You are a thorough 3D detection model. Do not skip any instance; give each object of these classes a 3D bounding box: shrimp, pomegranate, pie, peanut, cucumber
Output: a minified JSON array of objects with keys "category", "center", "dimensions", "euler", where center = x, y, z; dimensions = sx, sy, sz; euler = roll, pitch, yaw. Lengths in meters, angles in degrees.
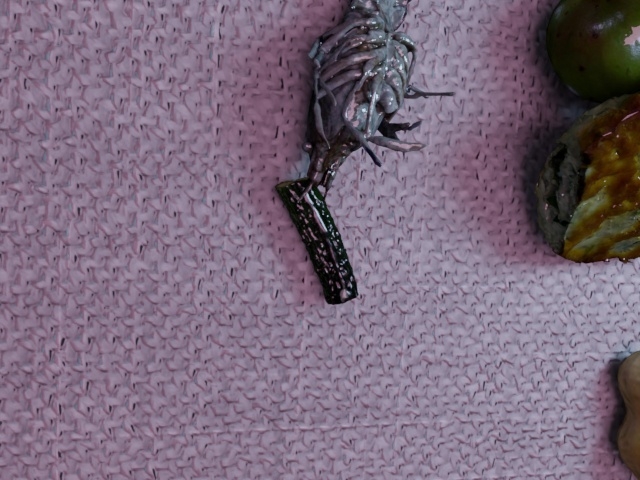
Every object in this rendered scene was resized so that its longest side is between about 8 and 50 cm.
[{"category":"shrimp","center":[0.073,-0.239,1.076],"dimensions":[0.221,0.166,0.410],"euler":[19,79,-40]},{"category":"pomegranate","center":[0.415,-0.258,1.161],"dimensions":[0.187,0.187,0.225],"euler":[-48,129,-4]},{"category":"pie","center":[0.447,-0.098,1.177],"dimensions":[0.288,0.103,0.354],"euler":[-20,139,-15]},{"category":"peanut","center":[0.519,0.284,1.315],"dimensions":[0.110,0.120,0.236],"euler":[-25,103,-47]},{"category":"cucumber","center":[0.001,0.000,1.142],"dimensions":[0.058,0.058,0.187],"euler":[-27,106,-10]}]
